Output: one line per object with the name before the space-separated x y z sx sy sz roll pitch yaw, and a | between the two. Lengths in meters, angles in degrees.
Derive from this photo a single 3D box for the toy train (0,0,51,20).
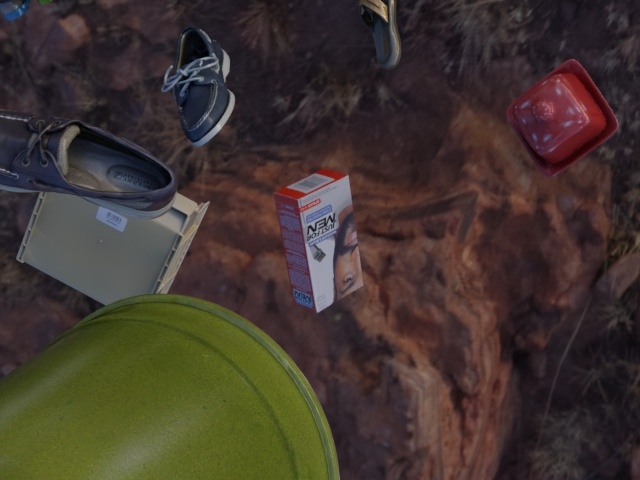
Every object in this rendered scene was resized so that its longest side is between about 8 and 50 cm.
toy train | -0.547 -0.515 1.845 0.248 0.105 0.143 -13 134 21

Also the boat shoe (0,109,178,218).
boat shoe | -0.301 -0.100 1.127 0.285 0.103 0.092 18 159 -14

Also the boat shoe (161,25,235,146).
boat shoe | -0.176 -0.230 1.396 0.095 0.255 0.079 -28 126 21

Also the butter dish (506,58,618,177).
butter dish | 0.394 -0.213 1.644 0.160 0.118 0.160 -37 69 27

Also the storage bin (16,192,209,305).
storage bin | -0.370 -0.024 1.729 0.262 0.123 0.260 29 120 -1

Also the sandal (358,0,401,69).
sandal | 0.087 -0.363 1.553 0.072 0.049 0.180 -4 95 65

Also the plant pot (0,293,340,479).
plant pot | -0.213 0.255 0.852 0.366 0.353 0.367 2 97 20

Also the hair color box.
hair color box | 0.000 0.000 1.294 0.053 0.093 0.167 20 128 44
